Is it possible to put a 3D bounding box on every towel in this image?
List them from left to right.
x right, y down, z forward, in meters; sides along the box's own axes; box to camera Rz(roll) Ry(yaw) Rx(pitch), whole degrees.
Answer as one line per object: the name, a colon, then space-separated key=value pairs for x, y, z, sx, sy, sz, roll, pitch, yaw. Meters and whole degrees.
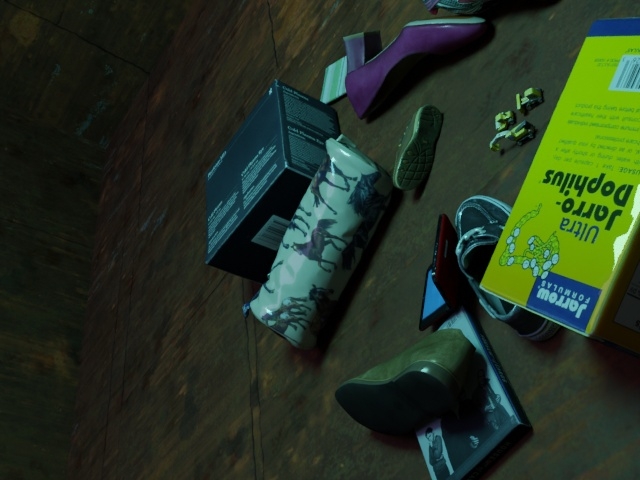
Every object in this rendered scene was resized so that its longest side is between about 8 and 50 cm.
towel: x=0.056 y=-0.391 z=1.916 sx=0.152 sy=0.023 sz=0.113 roll=-16 pitch=59 yaw=53

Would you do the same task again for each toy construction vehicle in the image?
toy construction vehicle: x=0.316 y=-0.198 z=1.301 sx=0.098 sy=0.035 sz=0.086 roll=-30 pitch=45 yaw=49

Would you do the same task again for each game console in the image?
game console: x=0.180 y=0.051 z=1.284 sx=0.085 sy=0.124 sz=0.144 roll=-14 pitch=41 yaw=28

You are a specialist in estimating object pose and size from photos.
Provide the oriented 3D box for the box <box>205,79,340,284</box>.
box: x=-0.110 y=-0.130 z=1.847 sx=0.343 sy=0.178 sz=0.313 roll=-47 pitch=35 yaw=34

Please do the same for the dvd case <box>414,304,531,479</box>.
dvd case: x=0.203 y=0.238 z=1.193 sx=0.179 sy=0.029 sz=0.239 roll=-53 pitch=31 yaw=26

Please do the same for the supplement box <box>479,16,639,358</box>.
supplement box: x=0.375 y=-0.053 z=0.922 sx=0.195 sy=0.194 sz=0.357 roll=26 pitch=93 yaw=62

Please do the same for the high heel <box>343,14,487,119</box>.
high heel: x=0.191 y=-0.345 z=1.605 sx=0.377 sy=0.127 sz=0.181 roll=7 pitch=111 yaw=54

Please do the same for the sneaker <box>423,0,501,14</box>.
sneaker: x=0.303 y=-0.462 z=1.433 sx=0.121 sy=0.112 sz=0.299 roll=-37 pitch=38 yaw=-26

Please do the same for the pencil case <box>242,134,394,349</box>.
pencil case: x=0.000 y=0.000 z=1.581 sx=0.183 sy=0.159 sz=0.410 roll=35 pitch=102 yaw=47

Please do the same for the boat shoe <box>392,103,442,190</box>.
boat shoe: x=0.176 y=-0.170 z=1.503 sx=0.060 sy=0.064 sz=0.178 roll=-15 pitch=51 yaw=62

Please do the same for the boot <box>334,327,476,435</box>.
boot: x=0.132 y=0.219 z=1.234 sx=0.115 sy=0.112 sz=0.305 roll=-49 pitch=8 yaw=-35

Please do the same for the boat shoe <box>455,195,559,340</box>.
boat shoe: x=0.251 y=0.023 z=1.183 sx=0.108 sy=0.102 sz=0.301 roll=-51 pitch=32 yaw=28
